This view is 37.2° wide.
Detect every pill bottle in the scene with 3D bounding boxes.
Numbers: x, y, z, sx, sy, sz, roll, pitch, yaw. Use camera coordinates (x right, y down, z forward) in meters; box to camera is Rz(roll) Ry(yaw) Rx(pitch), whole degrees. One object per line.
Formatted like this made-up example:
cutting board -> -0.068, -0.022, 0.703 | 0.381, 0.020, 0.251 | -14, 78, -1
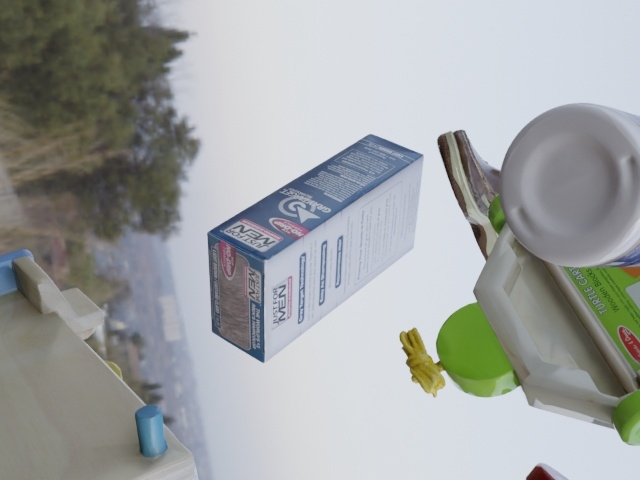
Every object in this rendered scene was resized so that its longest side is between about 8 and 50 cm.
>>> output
pill bottle -> 0.191, -0.031, 0.594 | 0.094, 0.169, 0.094 | -1, -91, 38

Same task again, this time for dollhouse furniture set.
dollhouse furniture set -> -0.163, 0.168, 0.359 | 0.286, 0.303, 0.198 | 27, -52, 48

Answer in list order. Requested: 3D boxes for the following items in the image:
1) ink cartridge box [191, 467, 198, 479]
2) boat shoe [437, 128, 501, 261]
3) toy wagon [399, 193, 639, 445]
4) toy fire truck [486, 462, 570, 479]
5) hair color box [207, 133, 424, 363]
ink cartridge box -> -0.235, 0.282, 0.848 | 0.100, 0.237, 0.171 | -109, -149, -51
boat shoe -> 0.230, -0.067, 1.257 | 0.257, 0.095, 0.095 | 54, 19, -51
toy wagon -> 0.235, 0.048, 0.804 | 0.267, 0.345, 0.068 | -112, 176, -45
toy fire truck -> 0.322, 0.439, 1.276 | 0.302, 0.169, 0.254 | 39, 6, 18
hair color box -> 0.000, 0.000, 1.322 | 0.105, 0.347, 0.173 | 26, -49, 30
